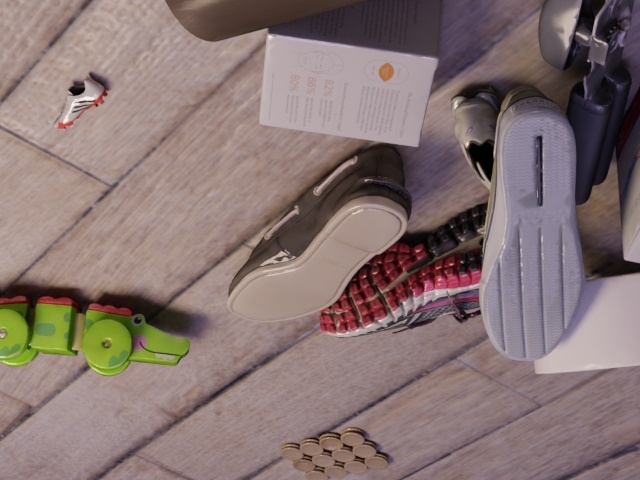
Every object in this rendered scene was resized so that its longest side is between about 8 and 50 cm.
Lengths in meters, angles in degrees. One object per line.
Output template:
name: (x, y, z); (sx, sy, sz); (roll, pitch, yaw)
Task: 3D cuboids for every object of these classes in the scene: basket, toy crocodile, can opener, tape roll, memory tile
basket: (-0.026, -0.271, 1.197); (0.227, 0.154, 0.204); (-13, -179, 32)
toy crocodile: (-0.341, 0.118, 1.766); (0.340, 0.105, 0.115); (6, 168, -1)
can opener: (0.268, -0.160, 1.374); (0.095, 0.076, 0.283); (31, 147, 22)
tape roll: (0.381, 0.088, 1.506); (0.286, 0.100, 0.286); (-7, 174, -1)
memory tile: (0.021, 0.330, 2.031); (0.148, 0.012, 0.113); (-18, 134, 28)

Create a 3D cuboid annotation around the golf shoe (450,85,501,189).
golf shoe: (0.188, -0.082, 1.450); (0.069, 0.086, 0.176); (-17, 136, 24)

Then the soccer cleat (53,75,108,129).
soccer cleat: (-0.274, -0.154, 1.478); (0.083, 0.029, 0.035); (-29, 120, 32)

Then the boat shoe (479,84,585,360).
boat shoe: (0.224, -0.017, 1.387); (0.109, 0.094, 0.302); (2, 119, 3)

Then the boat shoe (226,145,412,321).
boat shoe: (0.000, 0.000, 1.589); (0.112, 0.095, 0.335); (25, 142, -23)

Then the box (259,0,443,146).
box: (0.030, -0.181, 1.348); (0.170, 0.091, 0.130); (8, 140, -1)

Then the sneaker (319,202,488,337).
sneaker: (0.131, 0.062, 1.606); (0.299, 0.121, 0.112); (-19, 137, 27)

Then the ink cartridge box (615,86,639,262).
ink cartridge box: (0.386, -0.070, 1.362); (0.128, 0.176, 0.127); (11, 140, -4)
